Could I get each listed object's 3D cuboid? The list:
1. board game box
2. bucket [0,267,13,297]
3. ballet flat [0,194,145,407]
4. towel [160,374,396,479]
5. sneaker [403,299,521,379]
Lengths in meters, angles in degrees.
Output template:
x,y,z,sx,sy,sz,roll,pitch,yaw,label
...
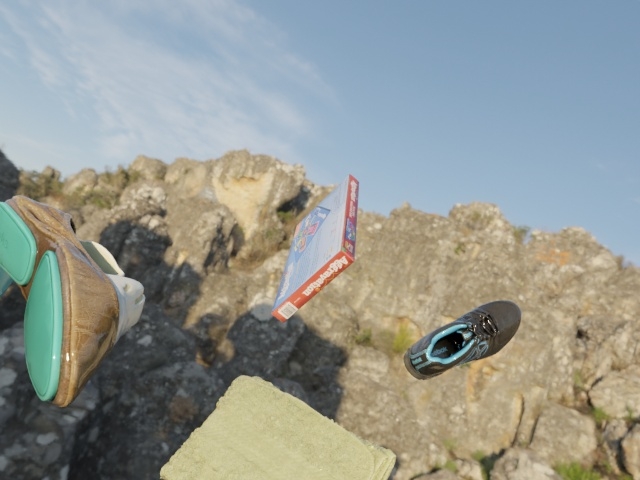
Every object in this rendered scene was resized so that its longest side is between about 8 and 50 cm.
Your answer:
x,y,z,sx,sy,sz,roll,pitch,yaw,label
0.000,0.000,0.834,0.027,0.145,0.281,42,24,-15,board game box
-0.613,0.050,0.786,0.281,0.183,0.281,7,-37,5,bucket
-0.273,0.050,0.591,0.124,0.116,0.342,10,17,-43,ballet flat
-0.032,0.165,0.380,0.148,0.110,0.027,20,-41,27,towel
0.375,0.242,1.312,0.125,0.341,0.139,59,-18,16,sneaker
